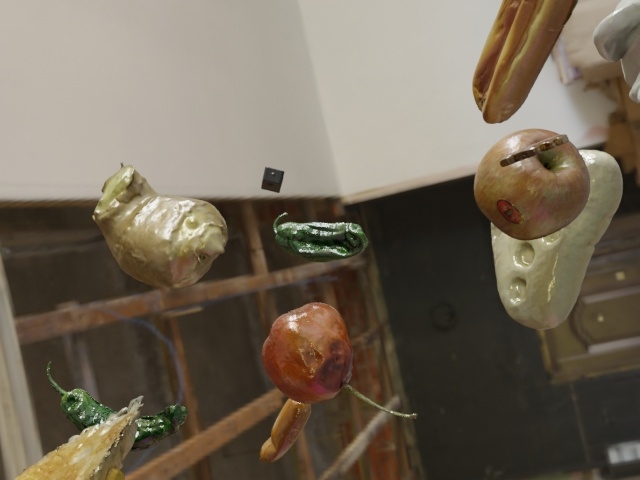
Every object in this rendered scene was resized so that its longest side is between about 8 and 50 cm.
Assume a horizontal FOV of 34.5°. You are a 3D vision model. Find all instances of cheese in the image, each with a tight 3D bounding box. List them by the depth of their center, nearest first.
[{"bbox_3d":[0.502,0.009,2.165,0.130,0.351,0.328,20,-126,-26],"label":"cheese"}]

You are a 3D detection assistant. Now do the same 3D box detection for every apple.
[{"bbox_3d":[0.398,-0.104,1.946,0.188,0.211,0.211,119,154,-51],"label":"apple"}]

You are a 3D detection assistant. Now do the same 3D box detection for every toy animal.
[{"bbox_3d":[0.490,-0.278,1.411,0.289,0.249,0.174,-158,59,-65],"label":"toy animal"}]

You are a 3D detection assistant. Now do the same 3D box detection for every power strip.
[{"bbox_3d":[-0.087,-0.108,1.855,0.111,0.038,0.029,118,165,-83],"label":"power strip"}]

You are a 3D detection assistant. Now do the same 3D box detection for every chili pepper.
[{"bbox_3d":[-0.360,0.300,1.757,0.065,0.279,0.122,-11,-67,-74],"label":"chili pepper"},{"bbox_3d":[-0.003,-0.003,2.174,0.074,0.257,0.100,-17,-75,-54],"label":"chili pepper"}]

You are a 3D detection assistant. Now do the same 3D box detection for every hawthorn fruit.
[{"bbox_3d":[0.029,0.232,1.736,0.285,0.165,0.165,42,-174,17],"label":"hawthorn fruit"}]

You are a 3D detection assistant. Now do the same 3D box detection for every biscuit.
[{"bbox_3d":[0.360,-0.153,1.727,0.019,0.130,0.119,69,161,-1],"label":"biscuit"}]

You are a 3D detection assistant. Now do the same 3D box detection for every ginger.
[{"bbox_3d":[-0.240,-0.011,1.515,0.138,0.267,0.152,-49,-30,-30],"label":"ginger"}]

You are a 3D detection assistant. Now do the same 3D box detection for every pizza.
[{"bbox_3d":[-0.443,0.439,1.498,0.080,0.392,0.435,54,-156,-16],"label":"pizza"}]

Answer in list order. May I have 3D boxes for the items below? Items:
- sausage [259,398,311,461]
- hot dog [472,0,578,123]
[{"bbox_3d":[-0.069,0.388,2.118,0.054,0.183,0.062,21,-164,-25],"label":"sausage"},{"bbox_3d":[0.244,-0.248,1.183,0.100,0.068,0.249,-104,29,-57],"label":"hot dog"}]
